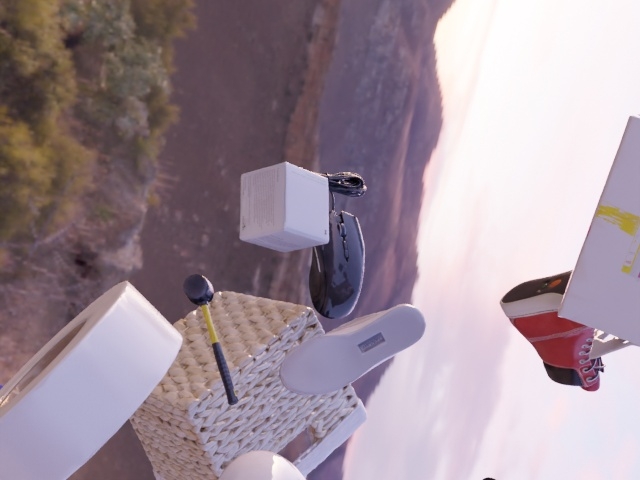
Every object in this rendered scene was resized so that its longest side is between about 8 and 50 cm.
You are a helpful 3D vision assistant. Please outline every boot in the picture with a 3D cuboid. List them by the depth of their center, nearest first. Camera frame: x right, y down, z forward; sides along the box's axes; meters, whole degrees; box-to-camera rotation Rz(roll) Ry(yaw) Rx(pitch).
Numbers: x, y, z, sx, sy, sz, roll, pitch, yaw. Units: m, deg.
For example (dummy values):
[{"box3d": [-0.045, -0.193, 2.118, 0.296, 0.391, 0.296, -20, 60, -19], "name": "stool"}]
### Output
[{"box3d": [0.380, 0.127, 1.277, 0.088, 0.176, 0.244, -39, -170, -31], "name": "boot"}, {"box3d": [0.046, 0.184, 1.523, 0.123, 0.258, 0.095, 135, -66, -73], "name": "boot"}]

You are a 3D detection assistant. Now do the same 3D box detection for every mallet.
[{"box3d": [-0.150, 0.135, 1.294, 0.062, 0.039, 0.190, 77, -6, -68], "name": "mallet"}]

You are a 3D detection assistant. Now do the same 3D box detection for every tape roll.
[{"box3d": [-0.301, 0.181, 1.109, 0.286, 0.100, 0.286, -41, -167, 11], "name": "tape roll"}]

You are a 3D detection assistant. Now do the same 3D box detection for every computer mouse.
[{"box3d": [0.000, 0.000, 1.593, 0.060, 0.184, 0.262, -9, -105, 63], "name": "computer mouse"}]

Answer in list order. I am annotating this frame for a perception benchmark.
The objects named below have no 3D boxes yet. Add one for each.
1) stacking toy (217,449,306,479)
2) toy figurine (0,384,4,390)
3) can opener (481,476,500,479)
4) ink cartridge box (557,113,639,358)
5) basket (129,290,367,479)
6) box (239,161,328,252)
[{"box3d": [-0.028, 0.439, 0.901, 0.351, 0.350, 0.480, 102, -17, -62], "name": "stacking toy"}, {"box3d": [-0.637, 0.319, 1.703, 0.217, 0.191, 0.363, -43, 121, -29], "name": "toy figurine"}, {"box3d": [0.237, 0.351, 1.112, 0.186, 0.059, 0.073, 41, -25, 60], "name": "can opener"}, {"box3d": [0.207, 0.005, 0.562, 0.092, 0.089, 0.143, -23, 131, -68], "name": "ink cartridge box"}, {"box3d": [-0.157, 0.292, 1.707, 0.328, 0.331, 0.266, -37, 116, -29], "name": "basket"}, {"box3d": [-0.051, -0.045, 1.321, 0.101, 0.087, 0.102, 18, 67, -50], "name": "box"}]
